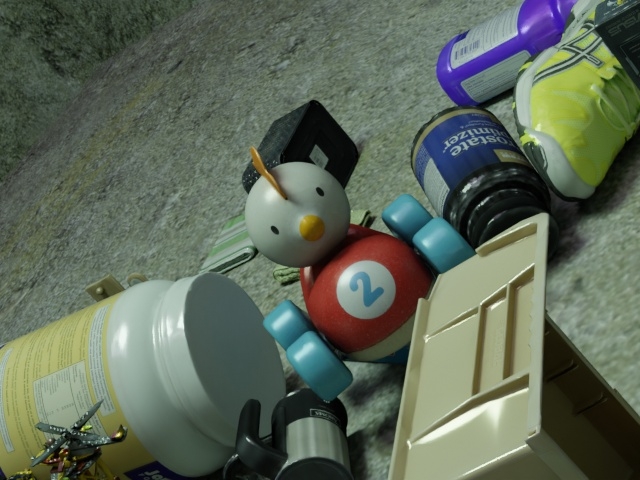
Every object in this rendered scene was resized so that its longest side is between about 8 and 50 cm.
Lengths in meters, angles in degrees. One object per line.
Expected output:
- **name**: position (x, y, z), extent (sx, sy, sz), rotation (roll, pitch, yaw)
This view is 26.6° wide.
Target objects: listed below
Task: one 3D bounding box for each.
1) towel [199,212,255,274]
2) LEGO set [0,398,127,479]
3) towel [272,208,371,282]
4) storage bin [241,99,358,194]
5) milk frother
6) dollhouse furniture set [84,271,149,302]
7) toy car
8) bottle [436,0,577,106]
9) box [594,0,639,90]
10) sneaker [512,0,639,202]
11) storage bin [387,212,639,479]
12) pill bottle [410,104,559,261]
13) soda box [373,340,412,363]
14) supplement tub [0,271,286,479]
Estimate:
- **towel**: position (-0.127, -0.001, 2.155), extent (0.113, 0.023, 0.152), rotation (-25, 24, 31)
- **LEGO set**: position (-0.352, 0.296, 1.379), extent (0.255, 0.192, 0.331), rotation (-8, 28, 44)
- **towel**: position (0.002, 0.006, 1.898), extent (0.148, 0.027, 0.110), rotation (-20, 29, 44)
- **storage bin**: position (-0.028, -0.112, 2.052), extent (0.084, 0.122, 0.180), rotation (-25, 26, 36)
- **milk frother**: position (-0.035, 0.246, 1.416), extent (0.135, 0.129, 0.143), rotation (-94, 13, -65)
- **dollhouse furniture set**: position (-0.291, 0.132, 2.021), extent (0.144, 0.123, 0.151), rotation (-27, 25, 33)
- **toy car**: position (0.000, 0.000, 1.424), extent (0.219, 0.238, 0.210), rotation (-42, 21, -1)
- **bottle**: position (0.294, -0.283, 1.871), extent (0.283, 0.092, 0.118), rotation (-25, 27, 36)
- **box**: position (0.426, -0.218, 1.383), extent (0.232, 0.183, 0.059), rotation (-29, 23, 31)
- **sneaker**: position (0.339, -0.199, 1.560), extent (0.147, 0.145, 0.385), rotation (-20, 31, 43)
- **storage bin**: position (0.185, 0.156, 0.950), extent (0.123, 0.262, 0.260), rotation (-32, 22, 28)
- **pill bottle**: position (0.188, -0.054, 1.535), extent (0.123, 0.123, 0.219), rotation (-38, 34, 9)
- **soda box**: position (0.070, 0.093, 1.549), extent (0.071, 0.067, 0.210), rotation (-51, 23, -23)
- **supplement tub**: position (-0.234, 0.189, 1.622), extent (0.331, 0.241, 0.241), rotation (-23, 26, 25)
